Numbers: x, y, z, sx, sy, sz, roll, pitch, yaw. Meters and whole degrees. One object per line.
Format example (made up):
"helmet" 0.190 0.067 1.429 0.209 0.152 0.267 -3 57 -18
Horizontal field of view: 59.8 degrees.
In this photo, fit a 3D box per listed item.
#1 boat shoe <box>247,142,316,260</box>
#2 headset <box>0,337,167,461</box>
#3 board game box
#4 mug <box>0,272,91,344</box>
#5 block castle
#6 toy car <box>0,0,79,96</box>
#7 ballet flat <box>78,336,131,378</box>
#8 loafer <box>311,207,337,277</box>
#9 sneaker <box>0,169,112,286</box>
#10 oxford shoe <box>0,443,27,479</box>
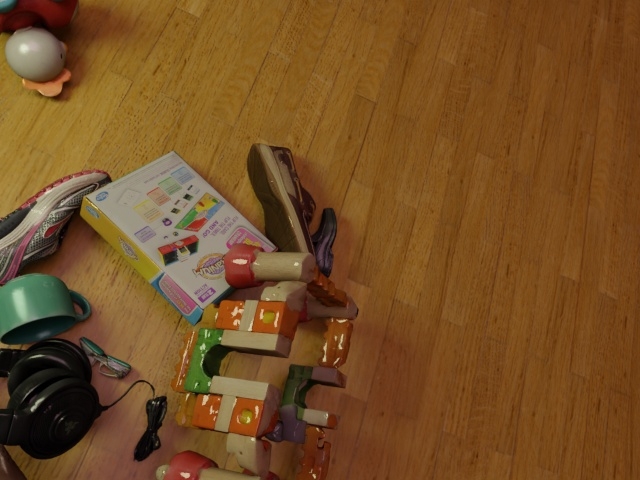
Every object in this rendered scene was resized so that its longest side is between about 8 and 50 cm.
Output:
"boat shoe" -0.060 -0.073 1.243 0.123 0.123 0.342 -6 59 -31
"headset" -0.455 0.285 0.938 0.394 0.243 0.185 14 96 -31
"board game box" -0.278 -0.016 1.128 0.316 0.064 0.242 43 45 5
"mug" -0.520 0.122 1.023 0.129 0.158 0.097 -25 75 -1
"block castle" -0.106 0.256 1.014 0.213 0.303 0.453 0 65 27
"toy car" -0.592 -0.429 1.179 0.210 0.219 0.238 -26 110 -26
"ballet flat" -0.418 0.228 1.060 0.114 0.041 0.041 33 64 -4
"loafer" 0.000 0.000 1.273 0.061 0.062 0.170 10 67 -10
"sneaker" -0.531 -0.036 1.085 0.299 0.121 0.112 -45 115 -26
"oxford shoe" -0.528 0.369 0.813 0.130 0.363 0.133 -1 73 -56
